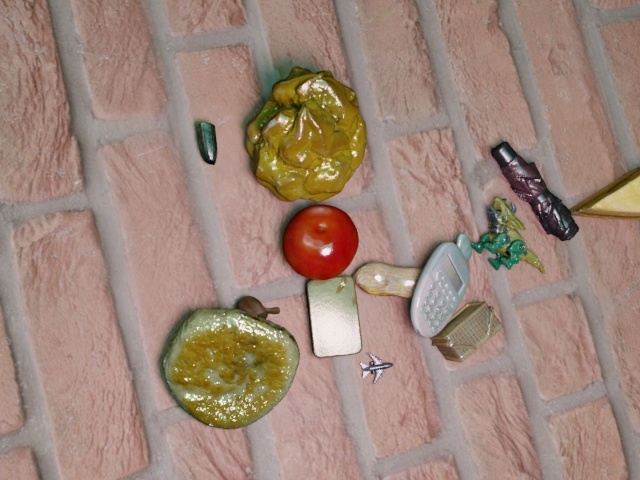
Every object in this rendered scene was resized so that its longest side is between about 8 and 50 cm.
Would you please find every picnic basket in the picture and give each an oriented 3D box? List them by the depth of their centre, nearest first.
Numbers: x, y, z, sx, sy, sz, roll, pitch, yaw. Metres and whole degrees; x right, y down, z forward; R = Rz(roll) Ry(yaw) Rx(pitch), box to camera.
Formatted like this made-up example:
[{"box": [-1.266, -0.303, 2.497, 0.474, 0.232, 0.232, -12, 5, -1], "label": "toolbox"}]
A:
[{"box": [0.370, 0.232, 1.858, 0.164, 0.115, 0.079, -37, 92, -13], "label": "picnic basket"}]

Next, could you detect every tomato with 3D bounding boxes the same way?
[{"box": [0.000, 0.000, 1.785, 0.195, 0.136, 0.195, 0, 66, 0], "label": "tomato"}]

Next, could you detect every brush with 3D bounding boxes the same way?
[{"box": [0.031, 0.190, 1.822, 0.123, 0.059, 0.197, -5, 83, -9], "label": "brush"}]

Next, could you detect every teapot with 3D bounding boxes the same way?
[{"box": [-0.155, 0.179, 1.796, 0.110, 0.085, 0.080, -13, 61, -40], "label": "teapot"}]

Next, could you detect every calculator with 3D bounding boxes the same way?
[{"box": [0.309, 0.110, 1.845, 0.295, 0.042, 0.184, -56, 134, -26], "label": "calculator"}]

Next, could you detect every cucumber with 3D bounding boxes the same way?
[{"box": [-0.281, -0.238, 1.815, 0.048, 0.048, 0.105, -7, 87, -12], "label": "cucumber"}]

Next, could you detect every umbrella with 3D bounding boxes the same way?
[{"box": [0.573, -0.133, 1.958, 0.090, 0.094, 0.326, -37, 95, 31], "label": "umbrella"}]

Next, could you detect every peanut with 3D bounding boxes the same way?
[{"box": [0.185, 0.102, 1.851, 0.207, 0.087, 0.087, 8, 82, -10], "label": "peanut"}]

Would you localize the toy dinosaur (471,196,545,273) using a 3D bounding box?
[{"box": [0.505, 0.019, 1.929, 0.153, 0.094, 0.259, -44, 106, -18], "label": "toy dinosaur"}]

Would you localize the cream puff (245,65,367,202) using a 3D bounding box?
[{"box": [-0.026, -0.258, 1.767, 0.291, 0.257, 0.324, 35, 78, -2], "label": "cream puff"}]

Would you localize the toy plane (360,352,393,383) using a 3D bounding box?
[{"box": [0.144, 0.320, 1.844, 0.083, 0.031, 0.078, -9, 86, -12], "label": "toy plane"}]

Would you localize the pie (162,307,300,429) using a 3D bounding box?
[{"box": [-0.213, 0.304, 1.733, 0.324, 0.070, 0.322, -1, 103, -6], "label": "pie"}]

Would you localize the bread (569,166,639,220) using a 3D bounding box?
[{"box": [0.829, -0.080, 1.968, 0.264, 0.168, 0.163, -31, 91, -10], "label": "bread"}]
